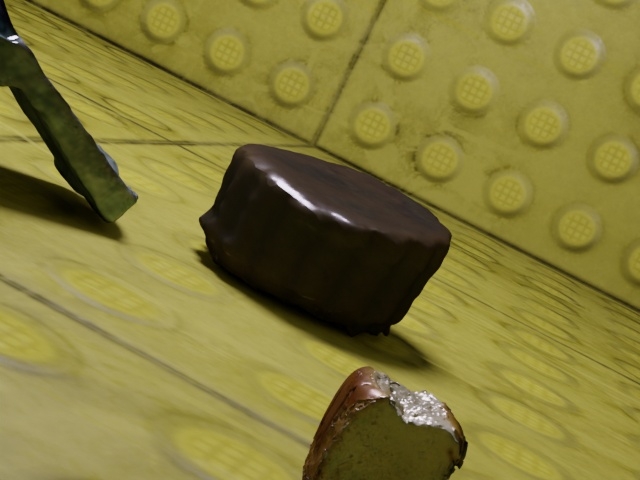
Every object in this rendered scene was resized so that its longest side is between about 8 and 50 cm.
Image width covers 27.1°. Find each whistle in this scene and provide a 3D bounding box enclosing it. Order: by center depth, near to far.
[{"bbox_3d":[-0.306,-0.164,1.083,0.405,0.188,0.168,22,9,-32],"label":"whistle"}]

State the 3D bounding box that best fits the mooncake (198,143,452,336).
[{"bbox_3d":[0.000,0.000,1.252,0.228,0.124,0.228,24,14,-6],"label":"mooncake"}]

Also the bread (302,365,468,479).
[{"bbox_3d":[0.031,0.117,0.741,0.077,0.083,0.070,24,5,-16],"label":"bread"}]
